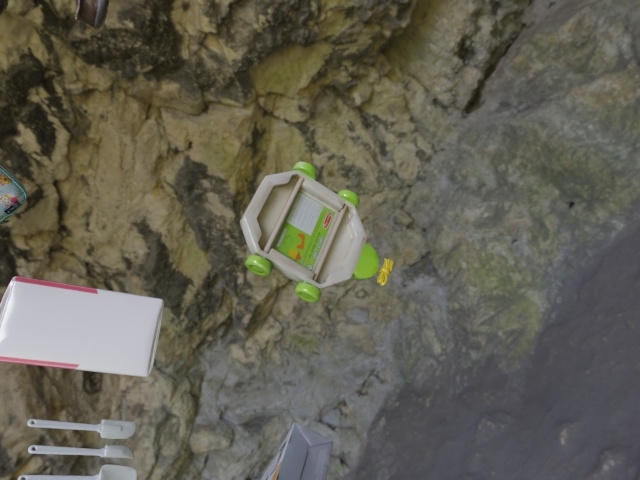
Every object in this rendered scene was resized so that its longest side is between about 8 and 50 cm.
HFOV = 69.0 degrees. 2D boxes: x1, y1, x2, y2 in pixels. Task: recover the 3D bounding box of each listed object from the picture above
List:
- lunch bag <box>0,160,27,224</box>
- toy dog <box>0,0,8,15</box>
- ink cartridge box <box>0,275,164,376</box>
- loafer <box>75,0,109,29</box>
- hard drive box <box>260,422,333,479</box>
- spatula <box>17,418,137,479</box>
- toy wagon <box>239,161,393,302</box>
[{"bbox_3d":[-0.954,-0.146,1.237,0.224,0.107,0.279,-43,-49,-16],"label":"lunch bag"},{"bbox_3d":[-0.806,-0.507,0.843,0.284,0.407,0.396,57,-149,-72],"label":"toy dog"},{"bbox_3d":[-0.381,0.148,0.766,0.283,0.207,0.117,153,126,-64],"label":"ink cartridge box"},{"bbox_3d":[-0.511,-0.601,0.908,0.130,0.367,0.133,-17,9,-29],"label":"loafer"},{"bbox_3d":[-0.075,0.493,0.861,0.232,0.089,0.181,-64,-1,23],"label":"hard drive box"},{"bbox_3d":[-0.533,0.477,1.046,0.241,0.168,0.019,22,-55,-35],"label":"spatula"},{"bbox_3d":[0.000,0.000,1.016,0.068,0.344,0.267,-33,30,60],"label":"toy wagon"}]
